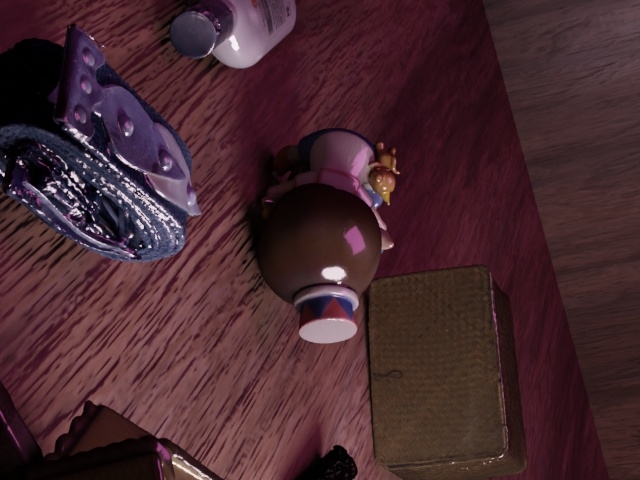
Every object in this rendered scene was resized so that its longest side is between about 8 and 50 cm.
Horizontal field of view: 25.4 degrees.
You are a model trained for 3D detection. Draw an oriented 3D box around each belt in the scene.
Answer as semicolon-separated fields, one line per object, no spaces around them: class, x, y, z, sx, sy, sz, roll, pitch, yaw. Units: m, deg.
belt;-0.190;-0.057;1.159;0.218;0.122;0.128;44;40;-48

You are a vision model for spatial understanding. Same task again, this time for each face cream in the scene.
face cream;-0.099;-0.266;1.612;0.144;0.071;0.291;67;21;-17

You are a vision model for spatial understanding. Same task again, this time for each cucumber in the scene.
cucumber;-0.001;0.284;1.614;0.181;0.053;0.053;-33;110;-67

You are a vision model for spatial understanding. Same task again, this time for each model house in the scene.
model house;-0.150;0.179;1.016;0.205;0.218;0.278;-59;129;-65

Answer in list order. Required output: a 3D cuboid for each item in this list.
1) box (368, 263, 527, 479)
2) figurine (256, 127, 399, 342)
box;0.173;0.189;1.962;0.143;0.184;0.273;47;37;-64
figurine;0.002;-0.006;1.649;0.275;0.161;0.158;-76;-175;-48
